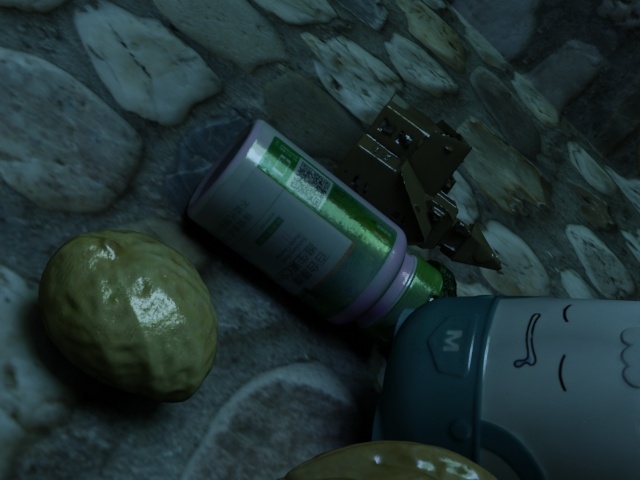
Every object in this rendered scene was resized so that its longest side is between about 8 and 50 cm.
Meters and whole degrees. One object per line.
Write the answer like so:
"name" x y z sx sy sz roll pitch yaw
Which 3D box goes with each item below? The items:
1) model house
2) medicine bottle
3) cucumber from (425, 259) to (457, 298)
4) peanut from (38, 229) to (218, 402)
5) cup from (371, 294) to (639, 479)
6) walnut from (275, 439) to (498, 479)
"model house" 0.146 -0.052 1.322 0.248 0.176 0.181 36 24 0
"medicine bottle" 0.000 0.000 1.111 0.274 0.133 0.133 36 28 -14
"cucumber" 0.130 0.092 1.230 0.074 0.074 0.241 40 23 -9
"peanut" -0.154 0.058 0.838 0.159 0.109 0.140 38 13 -22
"cup" 0.187 0.185 0.958 0.219 0.258 0.289 70 29 -47
"walnut" 0.048 0.248 0.747 0.228 0.228 0.228 33 29 -21
